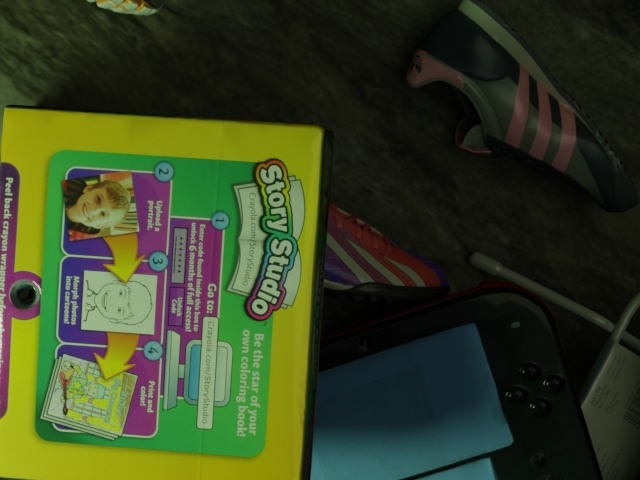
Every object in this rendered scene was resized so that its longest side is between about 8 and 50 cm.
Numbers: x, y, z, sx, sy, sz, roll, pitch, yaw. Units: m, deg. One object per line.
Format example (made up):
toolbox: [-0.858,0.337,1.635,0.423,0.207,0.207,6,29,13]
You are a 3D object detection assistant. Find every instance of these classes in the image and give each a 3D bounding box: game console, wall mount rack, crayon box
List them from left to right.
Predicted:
crayon box: [-0.156,0.058,1.552,0.313,0.106,0.363,4,93,4]
game console: [0.095,0.242,1.689,0.386,0.060,0.342,-18,100,4]
wall mount rack: [0.264,0.182,1.802,0.304,0.130,0.350,32,81,-26]

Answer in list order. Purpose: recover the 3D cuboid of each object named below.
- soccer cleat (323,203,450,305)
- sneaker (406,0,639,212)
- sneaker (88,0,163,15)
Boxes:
soccer cleat: [0.000,0.000,1.684,0.318,0.108,0.116,10,87,-21]
sneaker: [0.225,-0.125,1.781,0.131,0.112,0.319,-43,107,3]
sneaker: [-0.239,-0.301,1.571,0.215,0.084,0.083,36,75,-20]
